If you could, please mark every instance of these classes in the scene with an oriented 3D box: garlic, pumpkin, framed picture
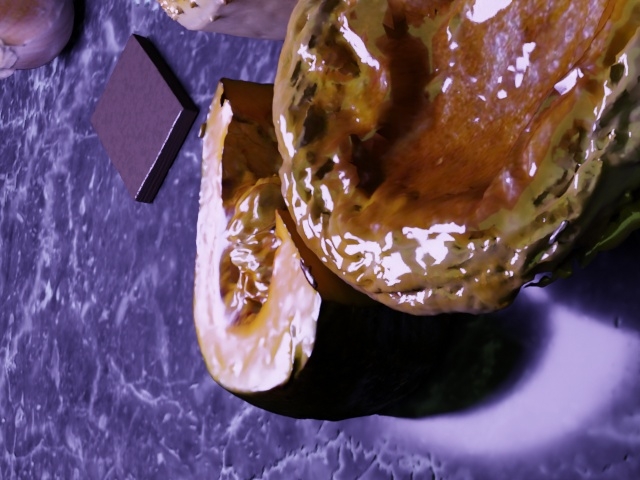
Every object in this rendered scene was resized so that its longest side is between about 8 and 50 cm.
[{"bbox_3d":[-0.406,-0.332,1.267,0.128,0.148,0.267,-28,58,8],"label":"garlic"},{"bbox_3d":[-0.001,0.000,0.746,0.190,0.139,0.281,-3,84,53],"label":"pumpkin"},{"bbox_3d":[-0.207,-0.143,1.097,0.128,0.023,0.168,-58,46,23],"label":"framed picture"}]

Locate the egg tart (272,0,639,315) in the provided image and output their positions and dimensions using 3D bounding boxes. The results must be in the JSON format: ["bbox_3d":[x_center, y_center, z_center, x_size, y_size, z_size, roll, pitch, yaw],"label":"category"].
[{"bbox_3d":[0.117,-0.114,0.615,0.352,0.150,0.352,-21,60,43],"label":"egg tart"}]

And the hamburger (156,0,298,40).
[{"bbox_3d":[-0.052,-0.313,0.798,0.302,0.170,0.302,-46,33,42],"label":"hamburger"}]
